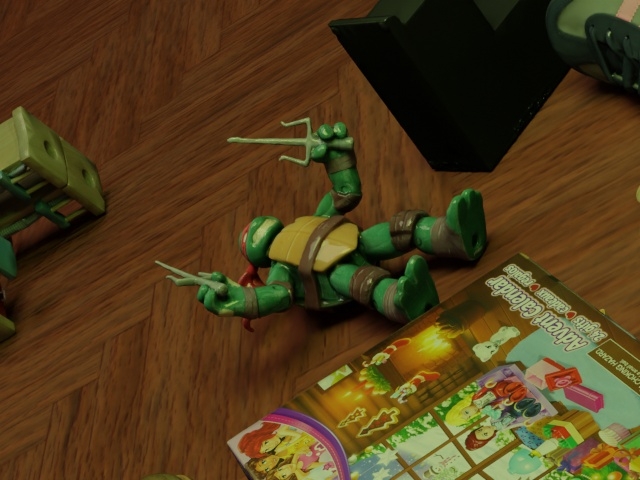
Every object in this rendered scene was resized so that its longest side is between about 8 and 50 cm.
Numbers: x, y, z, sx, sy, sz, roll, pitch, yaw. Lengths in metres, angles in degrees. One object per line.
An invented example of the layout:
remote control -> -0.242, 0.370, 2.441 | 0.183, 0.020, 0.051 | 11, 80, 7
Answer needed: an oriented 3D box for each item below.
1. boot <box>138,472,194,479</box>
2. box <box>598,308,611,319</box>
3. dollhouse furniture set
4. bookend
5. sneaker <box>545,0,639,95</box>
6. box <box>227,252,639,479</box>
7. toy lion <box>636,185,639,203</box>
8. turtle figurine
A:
boot -> -0.213, 0.245, 1.146 | 0.305, 0.115, 0.112 | -39, 25, -1
box -> 0.127, 0.099, 1.023 | 0.136, 0.081, 0.028 | -24, 30, 25
dollhouse furniture set -> -0.289, -0.001, 1.672 | 0.129, 0.129, 0.184 | -29, 53, 17
bookend -> 0.112, -0.163, 1.358 | 0.072, 0.157, 0.156 | 5, 51, 53
sneaker -> 0.249, -0.128, 1.187 | 0.131, 0.112, 0.319 | -47, 27, -22
box -> 0.096, 0.129, 0.848 | 0.201, 0.057, 0.293 | -33, 30, -9
toy lion -> 0.249, -0.008, 1.098 | 0.100, 0.034, 0.096 | -19, 41, 34
turtle figurine -> 0.000, 0.000, 1.294 | 0.234, 0.118, 0.175 | 9, 67, 36
